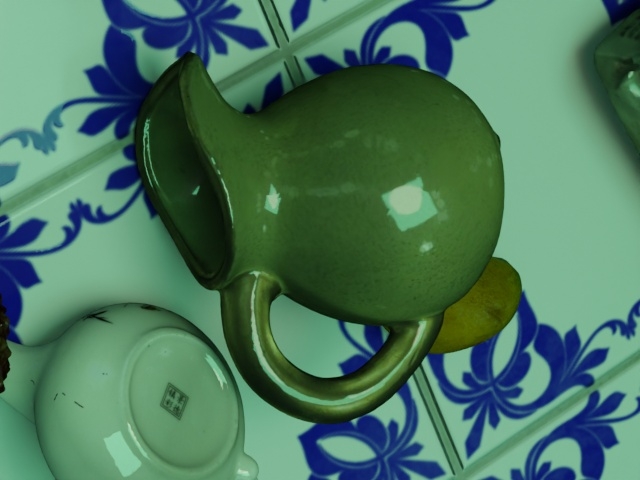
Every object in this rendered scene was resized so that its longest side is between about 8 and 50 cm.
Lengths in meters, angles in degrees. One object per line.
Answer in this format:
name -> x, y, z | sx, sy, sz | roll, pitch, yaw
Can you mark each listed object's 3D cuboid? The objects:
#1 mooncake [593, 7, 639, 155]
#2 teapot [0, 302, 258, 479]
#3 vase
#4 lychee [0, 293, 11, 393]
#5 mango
mooncake -> 0.421, -0.162, 1.925 | 0.254, 0.136, 0.250 | -40, 118, -15
teapot -> -0.158, 0.176, 1.675 | 0.300, 0.166, 0.208 | 51, 32, -32
vase -> 0.000, 0.000, 1.658 | 0.302, 0.241, 0.329 | 1, 82, -22
lychee -> -0.350, 0.077, 1.535 | 0.188, 0.188, 0.188 | -6, 103, -28
mango -> 0.124, 0.059, 1.839 | 0.165, 0.089, 0.115 | 18, 82, -33
